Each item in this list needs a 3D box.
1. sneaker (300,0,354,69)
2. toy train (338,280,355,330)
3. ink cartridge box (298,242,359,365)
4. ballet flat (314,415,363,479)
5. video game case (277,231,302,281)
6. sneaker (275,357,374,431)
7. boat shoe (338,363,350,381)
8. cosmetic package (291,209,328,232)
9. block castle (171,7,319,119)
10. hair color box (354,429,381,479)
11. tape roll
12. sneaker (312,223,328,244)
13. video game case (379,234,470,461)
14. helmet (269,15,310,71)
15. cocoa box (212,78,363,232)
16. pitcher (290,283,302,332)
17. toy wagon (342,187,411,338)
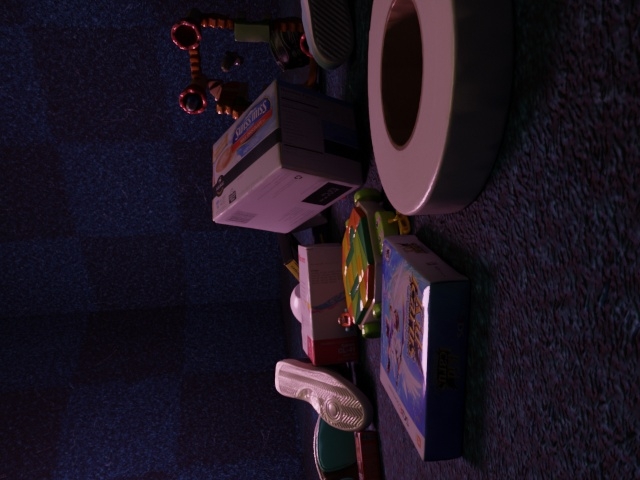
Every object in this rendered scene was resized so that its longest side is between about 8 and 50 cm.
[{"bbox_3d":[0.000,-0.590,1.393,0.150,0.135,0.366,-173,81,-79],"label":"sneaker"},{"bbox_3d":[0.068,0.141,1.416,0.125,0.046,0.166,170,98,-66],"label":"toy train"},{"bbox_3d":[0.017,0.164,1.583,0.226,0.131,0.306,-165,73,-82],"label":"ink cartridge box"},{"bbox_3d":[0.069,0.603,1.472,0.139,0.139,0.400,95,168,-45],"label":"ballet flat"},{"bbox_3d":[-0.046,0.089,1.845,0.248,0.035,0.275,51,-172,-26],"label":"video game case"},{"bbox_3d":[0.036,0.379,1.505,0.350,0.148,0.131,16,102,49],"label":"sneaker"},{"bbox_3d":[0.057,0.427,1.658,0.072,0.068,0.190,76,-173,-69],"label":"boat shoe"},{"bbox_3d":[-0.086,-0.180,1.862,0.224,0.138,0.224,45,-148,-58],"label":"cosmetic package"},{"bbox_3d":[-0.209,-0.526,1.776,0.213,0.453,0.303,-91,4,-49],"label":"block castle"},{"bbox_3d":[0.112,0.521,1.362,0.072,0.043,0.141,110,156,-73],"label":"hair color box"},{"bbox_3d":[0.139,-0.227,0.783,0.392,0.072,0.392,176,90,-82],"label":"tape roll"},{"bbox_3d":[0.000,0.000,1.913,0.059,0.053,0.144,96,169,-58],"label":"sneaker"},{"bbox_3d":[0.150,0.150,0.894,0.244,0.061,0.269,-124,32,-73],"label":"video game case"},{"bbox_3d":[-0.093,-0.657,1.924,0.169,0.169,0.161,-115,7,-69],"label":"helmet"},{"bbox_3d":[-0.094,-0.191,1.434,0.347,0.231,0.228,-30,59,49],"label":"cocoa box"},{"bbox_3d":[-0.032,0.225,2.049,0.177,0.125,0.207,-80,-15,-46],"label":"pitcher"},{"bbox_3d":[0.102,0.030,1.149,0.344,0.068,0.267,102,162,-62],"label":"toy wagon"}]
